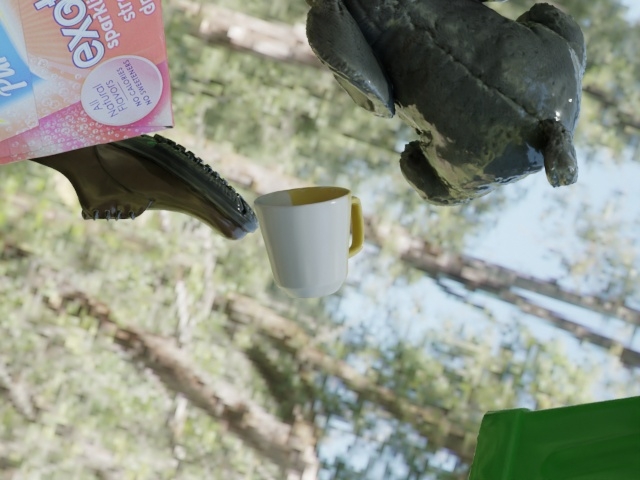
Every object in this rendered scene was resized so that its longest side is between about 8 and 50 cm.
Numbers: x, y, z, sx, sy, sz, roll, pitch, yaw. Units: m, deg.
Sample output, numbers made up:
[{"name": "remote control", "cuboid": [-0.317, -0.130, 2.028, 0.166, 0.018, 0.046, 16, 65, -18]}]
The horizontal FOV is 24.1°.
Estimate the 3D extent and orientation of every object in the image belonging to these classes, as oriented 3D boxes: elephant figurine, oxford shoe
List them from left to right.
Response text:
[{"name": "oxford shoe", "cuboid": [-0.163, -0.051, 1.323, 0.096, 0.227, 0.083, -61, -177, 8]}, {"name": "elephant figurine", "cuboid": [0.055, -0.143, 0.997, 0.186, 0.239, 0.169, -26, -152, 49]}]

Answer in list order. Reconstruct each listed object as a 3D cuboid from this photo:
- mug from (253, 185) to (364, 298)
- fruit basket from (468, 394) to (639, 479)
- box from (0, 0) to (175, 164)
[{"name": "mug", "cuboid": [-0.001, 0.001, 0.963, 0.062, 0.078, 0.064, -151, -127, -70]}, {"name": "fruit basket", "cuboid": [0.165, 0.334, 1.126, 0.392, 0.283, 0.392, -36, -163, 13]}, {"name": "box", "cuboid": [-0.177, -0.181, 0.708, 0.300, 0.142, 0.154, -116, -161, -44]}]
